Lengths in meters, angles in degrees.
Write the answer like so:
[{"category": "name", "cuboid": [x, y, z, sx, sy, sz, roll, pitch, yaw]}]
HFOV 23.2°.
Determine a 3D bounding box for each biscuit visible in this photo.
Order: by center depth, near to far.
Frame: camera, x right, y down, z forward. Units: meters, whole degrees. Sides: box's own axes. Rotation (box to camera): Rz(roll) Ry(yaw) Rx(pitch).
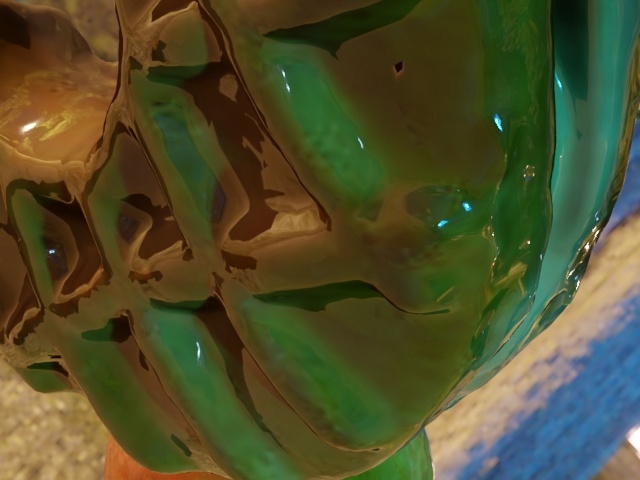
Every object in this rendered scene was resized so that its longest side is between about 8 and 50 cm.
[{"category": "biscuit", "cuboid": [-0.033, -0.085, 0.421, 0.268, 0.115, 0.366, 30, -43, 37]}]

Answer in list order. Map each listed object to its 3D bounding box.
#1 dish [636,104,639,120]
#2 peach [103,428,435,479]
[{"category": "dish", "cuboid": [0.292, -0.189, 1.197, 0.224, 0.246, 0.078, 47, 9, 21]}, {"category": "peach", "cuboid": [-0.028, 0.169, 1.063, 0.232, 0.232, 0.256, 38, 24, -28]}]
